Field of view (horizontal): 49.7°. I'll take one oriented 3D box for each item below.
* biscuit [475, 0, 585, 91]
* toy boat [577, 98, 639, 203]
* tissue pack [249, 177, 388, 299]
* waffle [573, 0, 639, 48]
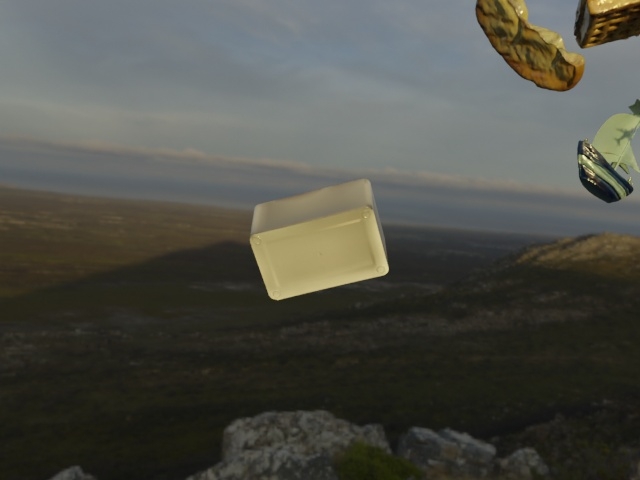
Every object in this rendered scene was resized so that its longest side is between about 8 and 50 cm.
[{"bbox_3d":[0.413,-0.403,1.394,0.045,0.299,0.154,-27,-23,-13],"label":"biscuit"},{"bbox_3d":[0.794,-0.225,1.831,0.291,0.210,0.070,-35,17,-20],"label":"toy boat"},{"bbox_3d":[0.000,-0.001,1.368,0.246,0.159,0.136,-13,26,6],"label":"tissue pack"},{"bbox_3d":[0.833,-0.643,1.932,0.224,0.098,0.327,-10,-4,15],"label":"waffle"}]
